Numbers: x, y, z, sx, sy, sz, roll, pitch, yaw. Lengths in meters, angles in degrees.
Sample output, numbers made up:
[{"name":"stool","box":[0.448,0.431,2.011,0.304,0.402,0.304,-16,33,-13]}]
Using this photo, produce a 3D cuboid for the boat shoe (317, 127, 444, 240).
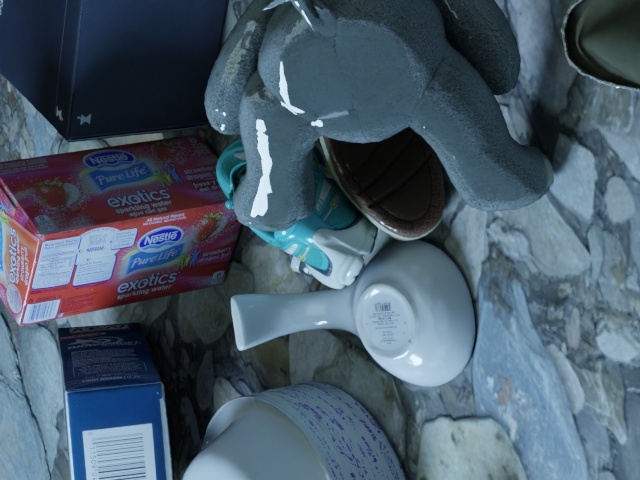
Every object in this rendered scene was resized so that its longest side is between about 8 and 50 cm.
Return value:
[{"name":"boat shoe","box":[0.036,-0.108,1.536,0.257,0.095,0.095,61,177,15]}]

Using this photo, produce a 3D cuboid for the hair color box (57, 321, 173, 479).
[{"name":"hair color box","box":[-0.231,0.206,1.855,0.347,0.105,0.174,-143,49,-77]}]

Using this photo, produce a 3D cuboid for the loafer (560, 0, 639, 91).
[{"name":"loafer","box":[0.254,-0.148,1.183,0.251,0.087,0.094,10,106,54]}]

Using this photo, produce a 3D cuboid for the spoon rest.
[{"name":"spoon rest","box":[0.039,0.069,1.581,0.276,0.084,0.137,-2,97,43]}]

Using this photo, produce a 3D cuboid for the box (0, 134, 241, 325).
[{"name":"box","box":[-0.220,-0.015,1.762,0.123,0.256,0.128,50,136,34]}]

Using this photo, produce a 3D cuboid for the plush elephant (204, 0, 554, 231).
[{"name":"plush elephant","box":[0.029,-0.199,1.388,0.271,0.255,0.330,-10,130,19]}]

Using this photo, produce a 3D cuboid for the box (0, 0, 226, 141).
[{"name":"box","box":[-0.245,-0.329,1.793,0.312,0.179,0.343,43,131,44]}]

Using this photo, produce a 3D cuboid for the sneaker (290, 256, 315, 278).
[{"name":"sneaker","box":[0.000,0.000,1.652,0.035,0.031,0.083,29,118,18]}]

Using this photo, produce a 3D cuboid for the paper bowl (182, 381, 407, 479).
[{"name":"paper bowl","box":[-0.038,0.292,1.671,0.284,0.148,0.284,16,110,52]}]

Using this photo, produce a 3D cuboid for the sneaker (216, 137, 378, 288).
[{"name":"sneaker","box":[-0.039,-0.050,1.585,0.107,0.110,0.275,-61,30,5]}]
